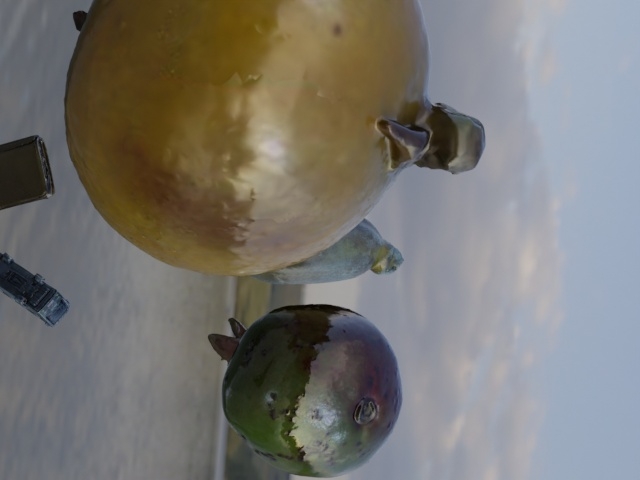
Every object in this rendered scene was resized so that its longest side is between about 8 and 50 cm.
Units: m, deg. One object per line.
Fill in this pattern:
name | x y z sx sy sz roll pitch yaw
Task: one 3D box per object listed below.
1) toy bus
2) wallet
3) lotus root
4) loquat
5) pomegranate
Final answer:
toy bus | -0.419 0.065 1.773 0.047 0.166 0.065 -50 143 -16
wallet | -0.548 -0.104 2.134 0.031 0.198 0.110 -14 92 -71
lotus root | 0.000 0.000 2.194 0.158 0.322 0.139 -148 -119 -65
loquat | -0.037 -0.128 1.050 0.328 0.360 0.328 15 90 -84
pomegranate | -0.045 0.230 1.943 0.291 0.324 0.290 1 89 -64
